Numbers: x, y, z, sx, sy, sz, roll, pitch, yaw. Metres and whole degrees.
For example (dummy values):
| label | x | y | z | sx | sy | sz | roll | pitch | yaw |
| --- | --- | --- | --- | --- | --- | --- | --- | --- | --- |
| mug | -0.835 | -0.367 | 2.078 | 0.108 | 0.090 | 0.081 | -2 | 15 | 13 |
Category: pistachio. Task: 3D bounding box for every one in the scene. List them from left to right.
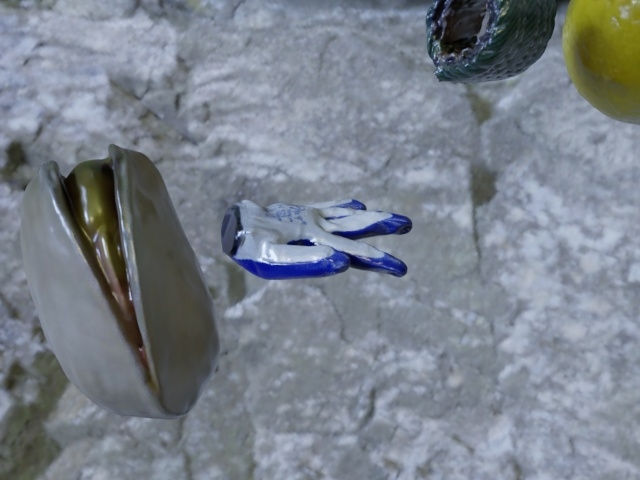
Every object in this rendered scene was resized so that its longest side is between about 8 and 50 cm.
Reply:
| label | x | y | z | sx | sy | sz | roll | pitch | yaw |
| --- | --- | --- | --- | --- | --- | --- | --- | --- | --- |
| pistachio | -0.197 | 0.052 | 0.992 | 0.197 | 0.166 | 0.287 | -123 | 13 | -67 |

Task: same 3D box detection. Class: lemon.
| label | x | y | z | sx | sy | sz | roll | pitch | yaw |
| --- | --- | --- | --- | --- | --- | --- | --- | --- | --- |
| lemon | 0.417 | -0.265 | 1.233 | 0.234 | 0.233 | 0.288 | 28 | 141 | 3 |

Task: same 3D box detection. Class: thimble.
| label | x | y | z | sx | sy | sz | roll | pitch | yaw |
| --- | --- | --- | --- | --- | --- | --- | --- | --- | --- |
| thimble | 0.180 | -0.236 | 1.098 | 0.090 | 0.118 | 0.135 | -5 | 163 | -36 |

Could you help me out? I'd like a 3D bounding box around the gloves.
| label | x | y | z | sx | sy | sz | roll | pitch | yaw |
| --- | --- | --- | --- | --- | --- | --- | --- | --- | --- |
| gloves | 0.000 | 0.000 | 0.461 | 0.086 | 0.064 | 0.026 | -4 | 119 | -16 |
